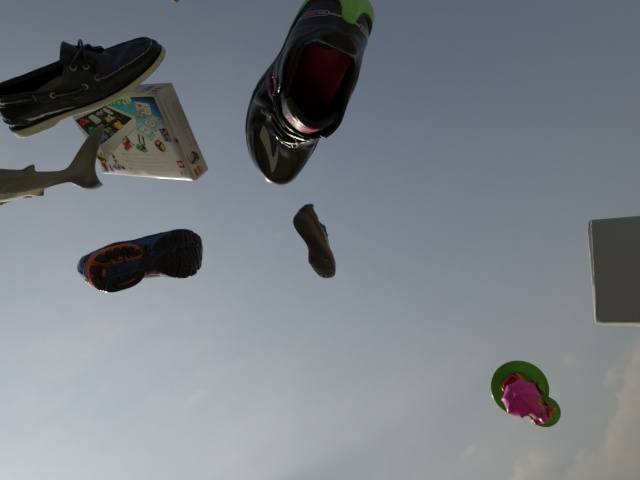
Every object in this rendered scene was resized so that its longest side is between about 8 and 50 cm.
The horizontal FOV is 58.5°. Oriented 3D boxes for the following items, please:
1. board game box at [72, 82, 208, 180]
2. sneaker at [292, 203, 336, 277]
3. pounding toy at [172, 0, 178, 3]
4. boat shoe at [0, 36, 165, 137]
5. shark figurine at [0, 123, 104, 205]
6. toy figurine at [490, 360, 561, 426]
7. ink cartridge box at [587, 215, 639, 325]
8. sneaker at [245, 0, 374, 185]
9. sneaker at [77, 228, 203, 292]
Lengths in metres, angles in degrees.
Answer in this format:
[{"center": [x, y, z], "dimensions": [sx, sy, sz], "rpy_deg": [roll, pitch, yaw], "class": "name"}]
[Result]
[{"center": [-0.391, -0.225, 1.197], "dimensions": [0.053, 0.305, 0.193], "rpy_deg": [-50, -45, -39], "class": "board game box"}, {"center": [0.000, 0.000, 1.324], "dimensions": [0.071, 0.066, 0.188], "rpy_deg": [-57, -46, -45], "class": "sneaker"}, {"center": [-0.191, -0.482, 0.880], "dimensions": [0.206, 0.181, 0.094], "rpy_deg": [-41, -28, 5], "class": "pounding toy"}, {"center": [-0.459, -0.310, 1.059], "dimensions": [0.340, 0.127, 0.113], "rpy_deg": [-19, -44, 11], "class": "boat shoe"}, {"center": [-0.448, -0.100, 0.785], "dimensions": [0.166, 0.278, 0.116], "rpy_deg": [-49, -50, -69], "class": "shark figurine"}, {"center": [0.457, 0.358, 1.254], "dimensions": [0.130, 0.173, 0.159], "rpy_deg": [-47, -13, 11], "class": "toy figurine"}, {"center": [0.616, 0.046, 0.803], "dimensions": [0.279, 0.385, 0.160], "rpy_deg": [10, -101, -50], "class": "ink cartridge box"}, {"center": [-0.050, -0.274, 1.157], "dimensions": [0.185, 0.202, 0.483], "rpy_deg": [17, -40, -10], "class": "sneaker"}, {"center": [-0.276, 0.023, 0.892], "dimensions": [0.221, 0.087, 0.083], "rpy_deg": [-8, -78, -51], "class": "sneaker"}]
